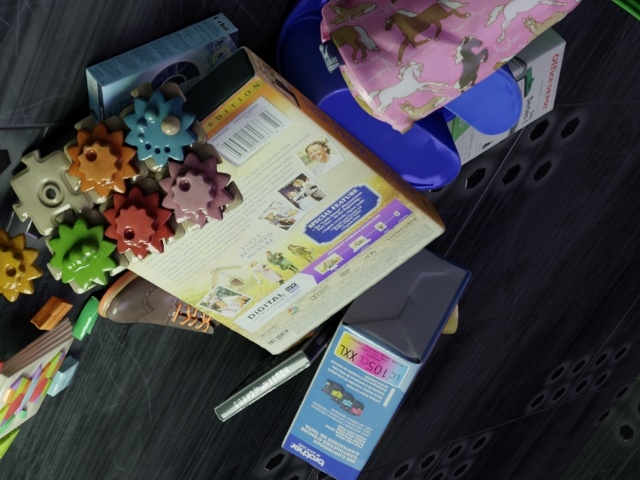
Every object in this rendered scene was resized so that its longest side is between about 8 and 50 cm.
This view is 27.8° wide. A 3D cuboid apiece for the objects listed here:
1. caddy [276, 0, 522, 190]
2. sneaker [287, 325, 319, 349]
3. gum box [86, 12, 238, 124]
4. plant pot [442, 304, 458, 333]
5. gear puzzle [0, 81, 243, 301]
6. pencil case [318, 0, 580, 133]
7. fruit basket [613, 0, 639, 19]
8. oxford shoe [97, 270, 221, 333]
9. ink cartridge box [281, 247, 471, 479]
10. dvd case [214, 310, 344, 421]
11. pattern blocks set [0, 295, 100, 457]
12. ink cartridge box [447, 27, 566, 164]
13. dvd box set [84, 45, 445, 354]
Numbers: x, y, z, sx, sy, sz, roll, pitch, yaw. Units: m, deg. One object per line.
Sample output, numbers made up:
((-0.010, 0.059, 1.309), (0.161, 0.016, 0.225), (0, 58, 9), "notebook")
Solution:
((0.102, -0.221, 1.683), (0.241, 0.179, 0.341), (-42, 137, 21), "caddy")
((-0.051, 0.039, 1.889), (0.111, 0.131, 0.296), (-24, 153, -33), "sneaker")
((-0.185, -0.171, 1.539), (0.184, 0.041, 0.157), (-27, 148, -24), "gum box")
((0.181, 0.106, 2.301), (0.095, 0.134, 0.134), (-7, 142, -10), "plant pot")
((-0.268, -0.036, 1.464), (0.338, 0.176, 0.044), (-28, -175, 17), "gear puzzle")
((0.179, -0.289, 1.419), (0.386, 0.160, 0.167), (-36, 130, 11), "pencil case")
((0.563, -0.409, 1.825), (0.283, 0.392, 0.392), (-53, 150, 17), "fruit basket")
((-0.188, 0.081, 1.812), (0.271, 0.098, 0.097), (-11, 138, -46), "oxford shoe")
((0.082, 0.222, 2.182), (0.270, 0.151, 0.395), (-53, 172, -48), "ink cartridge box")
((-0.059, 0.195, 2.055), (0.179, 0.030, 0.238), (-35, -179, 19), "dvd case")
((-0.385, 0.190, 1.658), (0.325, 0.026, 0.285), (-47, 167, -52), "pattern blocks set")
((0.257, -0.228, 1.964), (0.219, 0.092, 0.160), (-31, 150, -19), "ink cartridge box")
((-0.074, -0.030, 1.625), (0.307, 0.062, 0.420), (-38, 138, 16), "dvd box set")
